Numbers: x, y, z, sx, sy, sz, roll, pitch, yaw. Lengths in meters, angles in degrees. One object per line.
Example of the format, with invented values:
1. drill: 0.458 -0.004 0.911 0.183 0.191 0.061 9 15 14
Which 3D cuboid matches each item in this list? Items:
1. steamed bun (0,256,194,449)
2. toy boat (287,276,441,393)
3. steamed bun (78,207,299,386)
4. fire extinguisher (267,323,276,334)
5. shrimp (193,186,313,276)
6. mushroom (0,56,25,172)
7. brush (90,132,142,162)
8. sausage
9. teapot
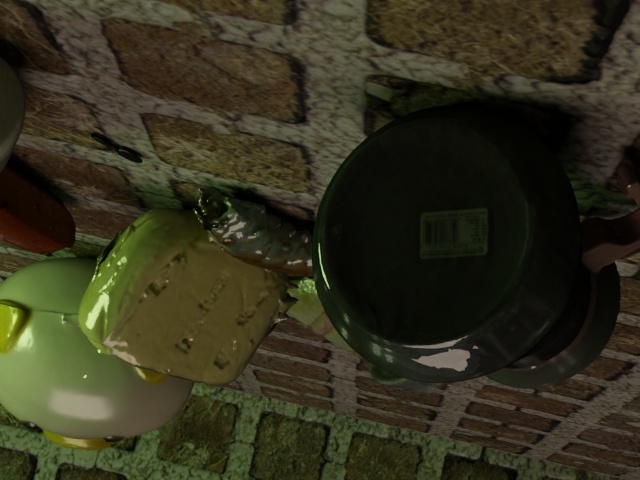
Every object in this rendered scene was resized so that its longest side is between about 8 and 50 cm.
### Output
1. steamed bun: -0.391 0.183 2.290 0.374 0.334 0.334 7 166 1
2. toy boat: 0.097 0.140 2.099 0.293 0.111 0.276 34 150 -30
3. steamed bun: -0.186 0.069 1.855 0.273 0.232 0.166 19 -170 -34
4. fire extinguisher: -0.129 0.087 2.169 0.089 0.072 0.268 -25 157 6
5. shrimp: -0.013 0.007 1.727 0.287 0.068 0.185 12 162 7
6. mushroom: -0.420 -0.125 1.492 0.177 0.126 0.397 36 162 -8
7. brush: -0.243 -0.110 1.616 0.024 0.008 0.083 3 162 41
8. sausage: -0.431 -0.057 1.818 0.102 0.102 0.330 8 166 19
9. teapot: 0.178 0.015 1.317 0.300 0.253 0.344 -26 159 17
